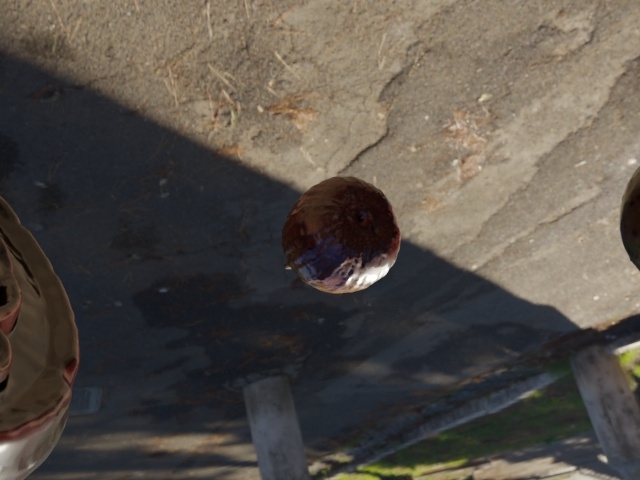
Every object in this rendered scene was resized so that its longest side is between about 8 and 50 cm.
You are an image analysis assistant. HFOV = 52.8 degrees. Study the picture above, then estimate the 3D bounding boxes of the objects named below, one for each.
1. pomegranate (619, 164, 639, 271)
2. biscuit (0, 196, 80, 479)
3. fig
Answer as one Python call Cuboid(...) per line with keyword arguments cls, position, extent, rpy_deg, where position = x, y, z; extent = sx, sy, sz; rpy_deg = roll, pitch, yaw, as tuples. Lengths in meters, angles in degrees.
Cuboid(cls="pomegranate", position=(0.526, -0.004, 0.841), extent=(0.242, 0.242, 0.306), rpy_deg=(-24, 148, 21))
Cuboid(cls="biscuit", position=(-0.297, -0.017, 0.349), extent=(0.091, 0.407, 0.407), rpy_deg=(-45, 146, 3))
Cuboid(cls="fig", position=(0.008, -0.010, 0.641), extent=(0.119, 0.119, 0.153), rpy_deg=(6, -172, -30))
